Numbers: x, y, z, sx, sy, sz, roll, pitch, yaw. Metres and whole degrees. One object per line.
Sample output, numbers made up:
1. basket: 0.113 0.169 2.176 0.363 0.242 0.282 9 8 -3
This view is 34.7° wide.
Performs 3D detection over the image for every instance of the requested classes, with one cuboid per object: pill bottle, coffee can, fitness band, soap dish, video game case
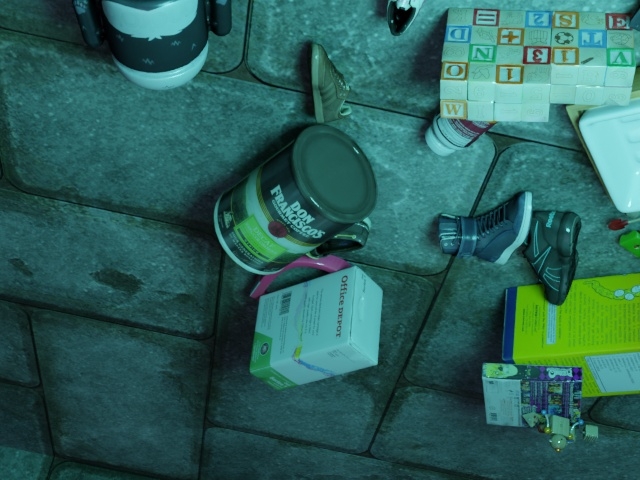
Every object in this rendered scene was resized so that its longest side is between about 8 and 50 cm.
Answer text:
1. pill bottle: 0.256 -0.216 1.823 0.086 0.086 0.152 26 142 -20
2. coffee can: -0.051 -0.074 1.998 0.201 0.202 0.275 31 140 -25
3. fitness band: -0.042 0.108 2.375 0.209 0.054 0.291 20 144 -17
4. soap dish: 0.575 -0.180 1.753 0.228 0.118 0.291 -11 141 28
5. video game case: 0.462 0.341 2.231 0.210 0.042 0.232 1 145 14

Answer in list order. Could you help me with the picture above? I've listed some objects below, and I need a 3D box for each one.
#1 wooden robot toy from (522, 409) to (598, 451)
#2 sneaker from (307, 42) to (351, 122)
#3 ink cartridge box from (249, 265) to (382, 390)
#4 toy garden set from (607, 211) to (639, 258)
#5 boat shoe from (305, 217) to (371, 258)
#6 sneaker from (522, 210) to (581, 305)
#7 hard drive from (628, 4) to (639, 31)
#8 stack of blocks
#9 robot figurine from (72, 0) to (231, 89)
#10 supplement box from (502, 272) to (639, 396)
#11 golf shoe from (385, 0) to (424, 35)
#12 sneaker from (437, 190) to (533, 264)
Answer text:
1. wooden robot toy: 0.523 0.431 2.240 0.173 0.079 0.076 17 144 -12
2. sneaker: 0.017 -0.285 1.826 0.071 0.066 0.188 -9 148 -1
3. ink cartridge box: -0.008 0.197 2.272 0.278 0.201 0.117 -19 138 32
4. toy garden set: 0.678 -0.054 1.968 0.203 0.049 0.244 30 141 -27
5. boat shoe: 0.000 0.000 2.196 0.227 0.069 0.081 -14 137 30
6. sneaker: 0.476 0.030 2.112 0.106 0.101 0.267 14 141 21
7. hard drive: 0.601 -0.386 1.527 0.172 0.054 0.255 21 144 -13
8. stack of blocks: 0.346 -0.280 1.640 0.297 0.171 0.087 3 144 10
9. robot figurine: -0.273 -0.377 1.675 0.209 0.174 0.278 27 148 18
10. supplement box: 0.597 0.210 2.220 0.356 0.195 0.194 -8 140 25
11. golf shoe: 0.145 -0.403 1.599 0.067 0.086 0.186 12 143 1
12. sneaker: 0.325 -0.031 2.054 0.163 0.086 0.226 12 145 -6
